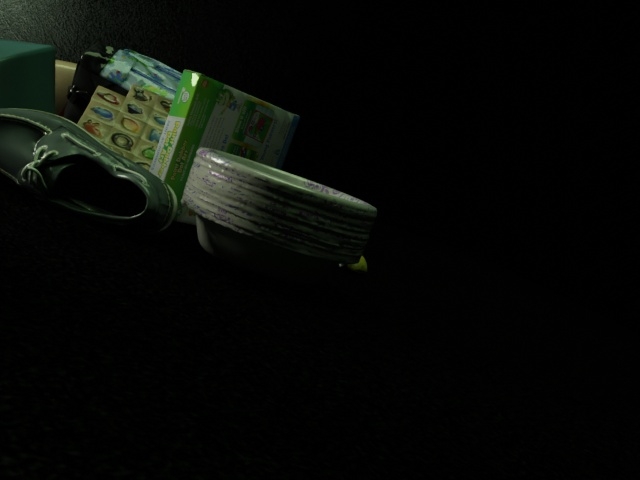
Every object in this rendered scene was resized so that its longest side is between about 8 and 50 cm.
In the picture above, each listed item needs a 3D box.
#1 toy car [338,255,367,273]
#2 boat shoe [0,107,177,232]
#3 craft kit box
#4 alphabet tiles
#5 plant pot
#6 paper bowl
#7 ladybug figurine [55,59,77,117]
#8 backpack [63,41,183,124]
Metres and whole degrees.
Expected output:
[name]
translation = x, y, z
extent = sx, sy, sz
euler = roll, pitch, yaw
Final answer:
[toy car]
translation = 0.000, 0.000, 1.582
extent = 0.239, 0.053, 0.225
euler = 21, 6, 9
[boat shoe]
translation = -0.352, -0.103, 1.052
extent = 0.319, 0.116, 0.099
euler = 25, 2, 2
[craft kit box]
translation = -0.173, -0.141, 1.347
extent = 0.061, 0.249, 0.247
euler = 25, 6, 38
[alphabet tiles]
translation = -0.320, -0.181, 1.469
extent = 0.285, 0.011, 0.342
euler = 22, 38, -14
[plant pot]
translation = -0.569, -0.240, 1.265
extent = 0.166, 0.165, 0.234
euler = 8, 19, 4
[paper bowl]
translation = -0.070, -0.029, 1.145
extent = 0.284, 0.148, 0.284
euler = 20, 6, -2
[ladybug figurine]
translation = -0.588, -0.327, 1.923
extent = 0.305, 0.161, 0.449
euler = 1, -6, 40
[backpack]
translation = -0.364, -0.260, 1.722
extent = 0.356, 0.290, 0.273
euler = 30, 41, 2
